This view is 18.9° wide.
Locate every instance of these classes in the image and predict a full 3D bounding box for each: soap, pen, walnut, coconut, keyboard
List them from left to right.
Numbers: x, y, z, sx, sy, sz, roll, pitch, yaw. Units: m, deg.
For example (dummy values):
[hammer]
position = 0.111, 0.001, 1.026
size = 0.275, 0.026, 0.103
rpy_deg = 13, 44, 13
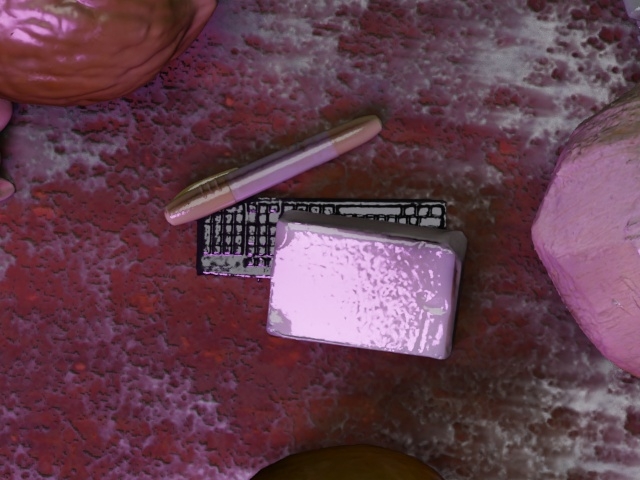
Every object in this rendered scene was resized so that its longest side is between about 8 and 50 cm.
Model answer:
[walnut]
position = -0.253, -0.273, 1.830
size = 0.333, 0.333, 0.332
rpy_deg = -1, 86, 8
[pen]
position = -0.048, -0.072, 1.906
size = 0.233, 0.032, 0.040
rpy_deg = -24, 40, -2
[keyboard]
position = 0.000, 0.000, 1.906
size = 0.251, 0.017, 0.087
rpy_deg = 2, 86, 8
[soap]
position = 0.044, 0.042, 1.860
size = 0.183, 0.064, 0.121
rpy_deg = 8, 103, 7
[coconut]
position = 0.339, -0.011, 1.730
size = 0.297, 0.254, 0.297
rpy_deg = 6, 78, -28

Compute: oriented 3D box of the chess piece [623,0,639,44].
[chess piece]
position = 0.436, -0.249, 1.790
size = 0.299, 0.194, 0.194
rpy_deg = -22, 83, 14

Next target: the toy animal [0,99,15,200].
[toy animal]
position = -0.350, -0.103, 1.936
size = 0.083, 0.089, 0.150
rpy_deg = 18, 92, 29

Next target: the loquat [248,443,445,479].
[loquat]
position = 0.018, 0.314, 1.751
size = 0.276, 0.284, 0.276
rpy_deg = 0, 92, 6
